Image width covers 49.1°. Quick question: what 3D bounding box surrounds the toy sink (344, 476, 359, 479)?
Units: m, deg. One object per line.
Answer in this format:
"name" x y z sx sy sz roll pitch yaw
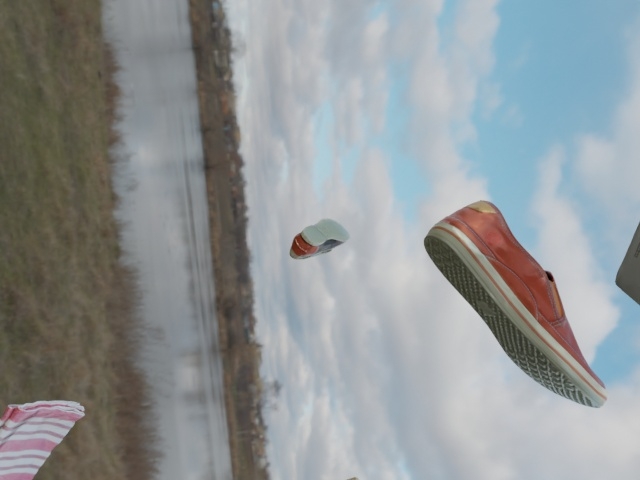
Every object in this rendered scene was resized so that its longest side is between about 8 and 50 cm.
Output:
"toy sink" 0.048 0.496 1.017 0.153 0.131 0.234 -74 141 -73

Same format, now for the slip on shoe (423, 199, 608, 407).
"slip on shoe" 0.267 0.086 0.891 0.331 0.101 0.123 50 -15 -10

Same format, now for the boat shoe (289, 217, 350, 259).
"boat shoe" 0.000 0.000 1.053 0.049 0.137 0.043 44 -65 14

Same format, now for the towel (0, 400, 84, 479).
"towel" -0.388 0.284 0.864 0.197 0.029 0.144 -56 164 -3

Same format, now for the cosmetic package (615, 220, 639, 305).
"cosmetic package" 0.373 0.015 0.556 0.151 0.184 0.151 -92 -162 -73
